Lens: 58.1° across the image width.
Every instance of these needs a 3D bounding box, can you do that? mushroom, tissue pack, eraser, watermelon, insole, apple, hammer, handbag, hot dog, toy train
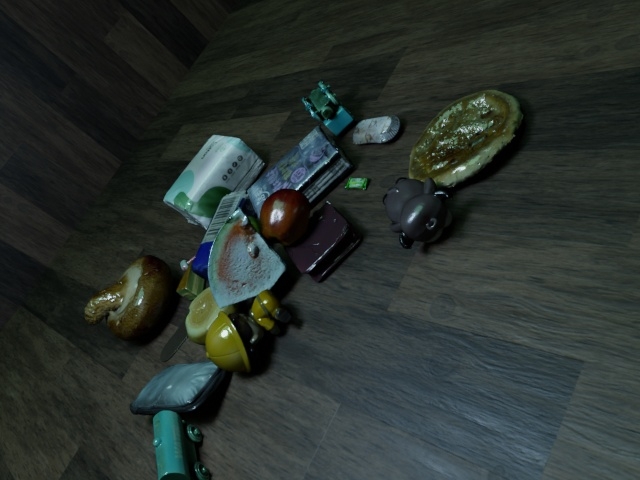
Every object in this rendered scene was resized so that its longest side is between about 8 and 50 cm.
[{"bbox_3d":[-0.670,0.210,2.127,0.345,0.239,0.345,-10,62,19],"label":"mushroom"},{"bbox_3d":[-0.426,-0.231,2.281,0.356,0.194,0.266,-55,35,-10],"label":"tissue pack"},{"bbox_3d":[-0.337,-0.021,2.071,0.155,0.101,0.332,-8,52,40],"label":"eraser"},{"bbox_3d":[-0.214,0.078,1.696,0.214,0.319,0.289,13,51,19],"label":"watermelon"},{"bbox_3d":[-0.446,0.278,1.981,0.327,0.007,0.111,-54,35,-8],"label":"insole"},{"bbox_3d":[-0.079,-0.211,1.967,0.361,0.122,0.259,-43,34,10],"label":"tissue pack"},{"bbox_3d":[-0.109,-0.069,1.723,0.156,0.147,0.158,5,59,27],"label":"apple"},{"bbox_3d":[-0.500,0.080,2.208,0.083,0.031,0.052,-39,39,2],"label":"hammer"},{"bbox_3d":[0.002,0.002,1.715,0.203,0.074,0.216,-46,33,3],"label":"handbag"},{"bbox_3d":[-0.428,0.438,1.714,0.332,0.075,0.191,-15,26,39],"label":"handbag"},{"bbox_3d":[0.182,-0.359,1.879,0.191,0.059,0.108,9,65,51],"label":"hot dog"},{"bbox_3d":[0.030,-0.466,2.048,0.112,0.163,0.203,-41,34,13],"label":"toy train"},{"bbox_3d":[-0.381,0.561,1.519,0.101,0.159,0.248,-38,35,5],"label":"toy train"}]

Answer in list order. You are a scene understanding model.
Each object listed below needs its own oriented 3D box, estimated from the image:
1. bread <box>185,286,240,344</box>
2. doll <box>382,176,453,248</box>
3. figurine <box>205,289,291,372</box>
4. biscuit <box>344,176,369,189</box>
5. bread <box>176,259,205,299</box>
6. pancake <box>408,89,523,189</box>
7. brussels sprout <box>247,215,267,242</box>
[{"bbox_3d":[-0.330,0.235,1.816,0.213,0.105,0.213,-28,36,23],"label":"bread"},{"bbox_3d":[0.245,-0.080,1.496,0.182,0.117,0.257,-54,32,10],"label":"doll"},{"bbox_3d":[-0.212,0.250,1.626,0.257,0.167,0.192,-50,24,-5],"label":"figurine"},{"bbox_3d":[0.117,-0.179,1.812,0.089,0.016,0.046,7,63,50],"label":"biscuit"},{"bbox_3d":[-0.441,0.135,2.047,0.084,0.074,0.139,-17,43,50],"label":"bread"},{"bbox_3d":[0.391,-0.280,1.579,0.356,0.065,0.356,-29,36,24],"label":"pancake"},{"bbox_3d":[-0.253,0.006,1.914,0.161,0.144,0.180,-45,30,32],"label":"brussels sprout"}]
